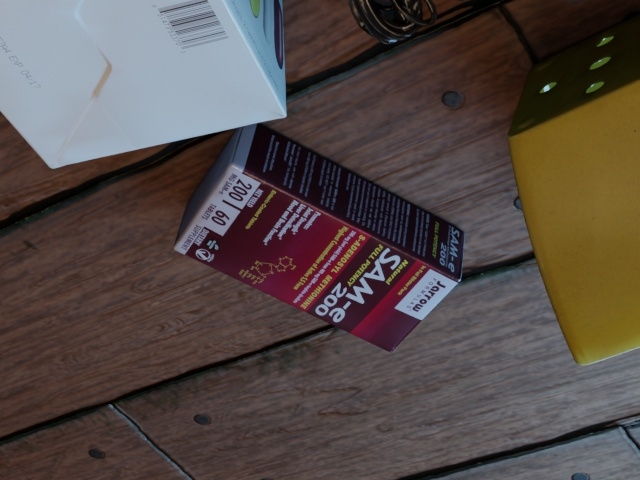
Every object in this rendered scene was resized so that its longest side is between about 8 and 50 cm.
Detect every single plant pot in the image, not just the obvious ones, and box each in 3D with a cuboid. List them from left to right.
[{"bbox_3d":[0.259,-0.063,0.944,0.212,0.212,0.187,-25,110,30],"label":"plant pot"}]

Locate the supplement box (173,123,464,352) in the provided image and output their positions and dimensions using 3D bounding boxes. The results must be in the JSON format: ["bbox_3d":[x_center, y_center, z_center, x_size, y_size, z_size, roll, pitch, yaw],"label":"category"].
[{"bbox_3d":[0.000,0.000,1.133,0.239,0.073,0.130,26,132,-14],"label":"supplement box"}]

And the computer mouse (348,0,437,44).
[{"bbox_3d":[0.118,-0.252,0.880,0.272,0.072,0.188,-6,135,33],"label":"computer mouse"}]

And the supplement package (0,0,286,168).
[{"bbox_3d":[-0.158,-0.197,0.866,0.204,0.145,0.262,-11,149,12],"label":"supplement package"}]
